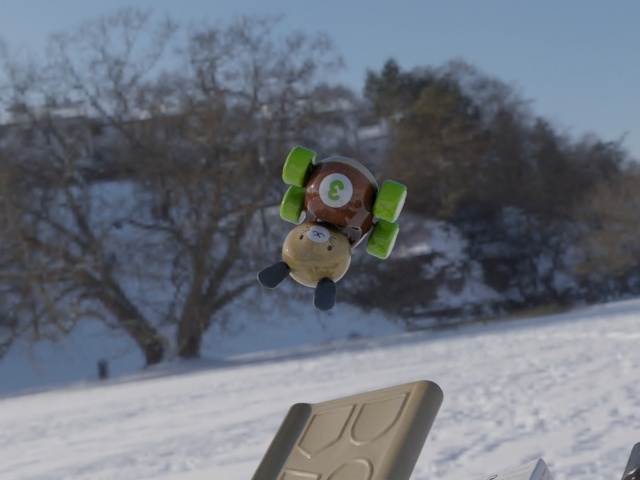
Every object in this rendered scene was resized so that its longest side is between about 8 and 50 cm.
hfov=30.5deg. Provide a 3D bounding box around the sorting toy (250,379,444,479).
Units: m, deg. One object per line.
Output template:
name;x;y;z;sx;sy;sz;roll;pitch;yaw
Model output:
sorting toy;0.004;0.292;1.345;0.229;0.041;0.307;-14;32;39

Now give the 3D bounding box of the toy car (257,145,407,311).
toy car;0.000;0.000;1.484;0.155;0.188;0.149;22;-36;11

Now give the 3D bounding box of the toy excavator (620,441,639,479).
toy excavator;0.599;0.279;1.191;0.445;0.433;0.222;-19;25;46

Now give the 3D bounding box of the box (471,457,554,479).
box;0.200;0.380;1.440;0.181;0.119;0.182;-24;9;30
